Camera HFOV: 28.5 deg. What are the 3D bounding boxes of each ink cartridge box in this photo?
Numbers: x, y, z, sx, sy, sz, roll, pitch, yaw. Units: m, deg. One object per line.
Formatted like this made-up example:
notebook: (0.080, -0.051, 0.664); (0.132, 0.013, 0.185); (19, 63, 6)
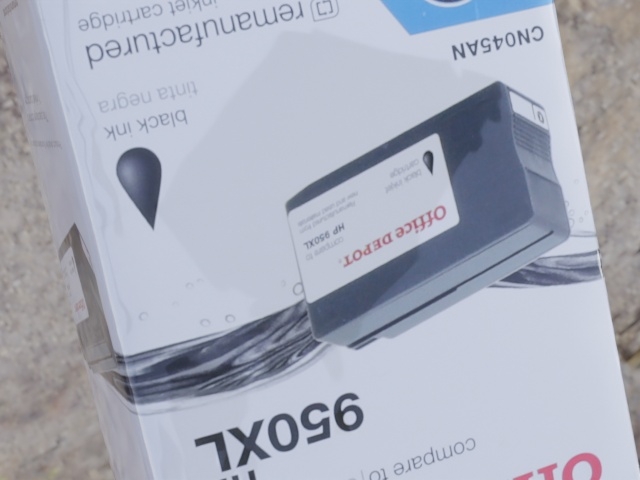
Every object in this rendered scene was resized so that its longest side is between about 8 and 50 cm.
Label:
ink cartridge box: (0.000, 0.000, 0.733); (0.285, 0.395, 0.166); (-16, -171, -17)
